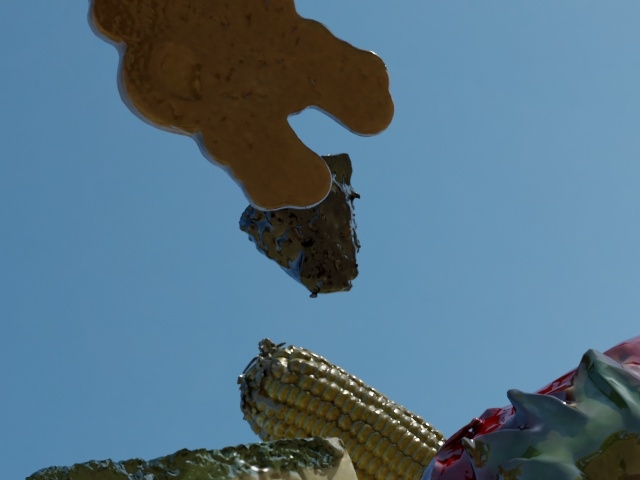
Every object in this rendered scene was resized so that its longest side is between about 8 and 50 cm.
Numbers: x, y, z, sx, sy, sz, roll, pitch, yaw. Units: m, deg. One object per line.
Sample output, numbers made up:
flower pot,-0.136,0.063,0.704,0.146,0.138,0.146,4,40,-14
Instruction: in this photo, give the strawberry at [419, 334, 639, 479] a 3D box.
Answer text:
strawberry,0.154,0.181,0.680,0.257,0.257,0.277,-31,-50,-17

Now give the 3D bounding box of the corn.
corn,0.054,0.200,1.530,0.115,0.317,0.115,-49,-21,-27

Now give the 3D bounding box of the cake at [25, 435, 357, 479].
cake,-0.066,0.211,1.104,0.172,0.158,0.283,-24,-22,9

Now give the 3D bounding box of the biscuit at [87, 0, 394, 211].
biscuit,-0.066,-0.128,1.146,0.144,0.236,0.040,-50,1,-14

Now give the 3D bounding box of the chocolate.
chocolate,0.000,0.000,1.880,0.156,0.133,0.156,-29,-17,-10
